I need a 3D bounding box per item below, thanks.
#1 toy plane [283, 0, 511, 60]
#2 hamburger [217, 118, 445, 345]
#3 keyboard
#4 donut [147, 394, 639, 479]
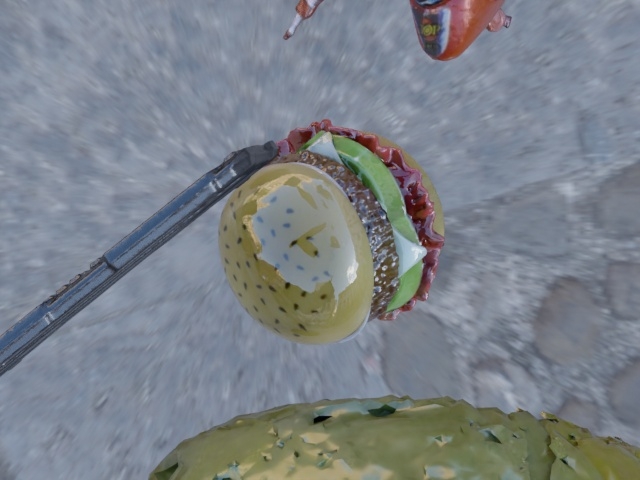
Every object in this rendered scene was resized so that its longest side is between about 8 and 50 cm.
[{"bbox_3d":[0.048,-0.164,0.715,0.077,0.126,0.194,0,84,-42],"label":"toy plane"},{"bbox_3d":[-0.002,0.001,1.514,0.137,0.175,0.175,-31,92,-45],"label":"hamburger"},{"bbox_3d":[-0.136,0.022,1.234,0.262,0.106,0.016,-38,90,13],"label":"keyboard"},{"bbox_3d":[0.031,0.142,0.741,0.272,0.272,0.107,-3,57,-2],"label":"donut"}]
